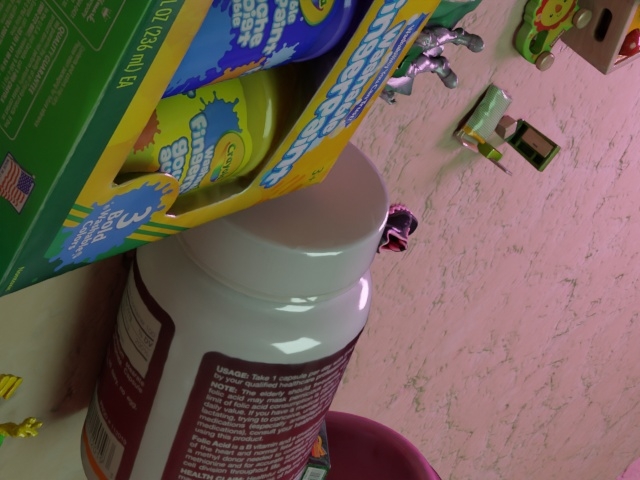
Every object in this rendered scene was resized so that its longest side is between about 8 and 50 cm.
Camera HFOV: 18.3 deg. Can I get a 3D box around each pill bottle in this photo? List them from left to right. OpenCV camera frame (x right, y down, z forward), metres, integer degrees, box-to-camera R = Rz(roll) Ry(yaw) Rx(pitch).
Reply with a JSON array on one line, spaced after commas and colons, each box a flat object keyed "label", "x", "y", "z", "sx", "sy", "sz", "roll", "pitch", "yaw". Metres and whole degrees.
[{"label": "pill bottle", "x": -0.081, "y": 0.086, "z": 1.860, "sx": 0.224, "sy": 0.224, "sz": 0.392, "roll": -25, "pitch": 148, "yaw": -41}]

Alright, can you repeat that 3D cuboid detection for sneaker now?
[{"label": "sneaker", "x": 0.079, "y": -0.006, "z": 2.189, "sx": 0.119, "sy": 0.057, "sz": 0.047, "roll": -8, "pitch": 132, "yaw": -57}]

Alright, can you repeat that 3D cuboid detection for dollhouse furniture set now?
[{"label": "dollhouse furniture set", "x": 0.215, "y": -0.117, "z": 2.245, "sx": 0.076, "sy": 0.058, "sz": 0.152, "roll": -52, "pitch": 156, "yaw": 9}]

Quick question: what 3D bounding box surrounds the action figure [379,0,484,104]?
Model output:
[{"label": "action figure", "x": 0.066, "y": -0.181, "z": 1.906, "sx": 0.232, "sy": 0.063, "sz": 0.137, "roll": -6, "pitch": 136, "yaw": -51}]

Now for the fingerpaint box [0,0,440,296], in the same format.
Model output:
[{"label": "fingerpaint box", "x": -0.069, "y": -0.192, "z": 1.457, "sx": 0.371, "sy": 0.163, "sz": 0.445, "roll": -21, "pitch": 154, "yaw": -46}]

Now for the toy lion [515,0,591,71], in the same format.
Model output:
[{"label": "toy lion", "x": 0.247, "y": -0.241, "z": 2.150, "sx": 0.100, "sy": 0.034, "sz": 0.096, "roll": -50, "pitch": 149, "yaw": 6}]

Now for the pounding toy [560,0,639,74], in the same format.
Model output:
[{"label": "pounding toy", "x": 0.349, "y": -0.261, "z": 2.198, "sx": 0.130, "sy": 0.100, "sz": 0.141, "roll": -28, "pitch": 150, "yaw": -37}]

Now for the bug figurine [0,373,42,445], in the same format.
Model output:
[{"label": "bug figurine", "x": -0.366, "y": 0.217, "z": 1.768, "sx": 0.279, "sy": 0.072, "sz": 0.216, "roll": -52, "pitch": 162, "yaw": -2}]

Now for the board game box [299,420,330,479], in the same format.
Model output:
[{"label": "board game box", "x": -0.032, "y": 0.192, "z": 2.115, "sx": 0.030, "sy": 0.259, "sz": 0.136, "roll": 15, "pitch": 126, "yaw": -17}]

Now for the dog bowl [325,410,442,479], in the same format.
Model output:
[{"label": "dog bowl", "x": -0.023, "y": 0.356, "z": 2.192, "sx": 0.408, "sy": 0.408, "sz": 0.150, "roll": -37, "pitch": 135, "yaw": -23}]
